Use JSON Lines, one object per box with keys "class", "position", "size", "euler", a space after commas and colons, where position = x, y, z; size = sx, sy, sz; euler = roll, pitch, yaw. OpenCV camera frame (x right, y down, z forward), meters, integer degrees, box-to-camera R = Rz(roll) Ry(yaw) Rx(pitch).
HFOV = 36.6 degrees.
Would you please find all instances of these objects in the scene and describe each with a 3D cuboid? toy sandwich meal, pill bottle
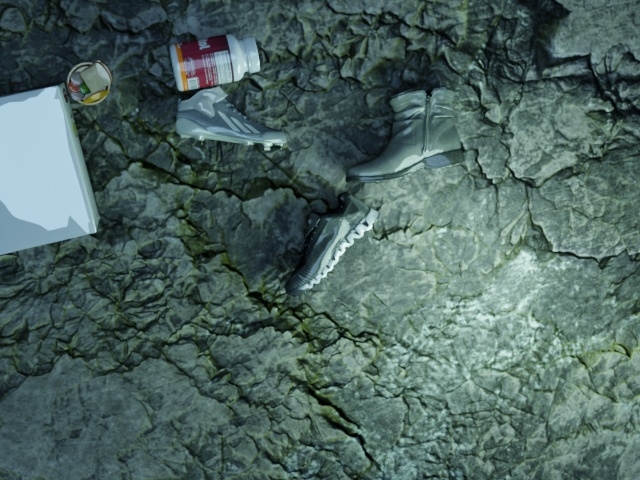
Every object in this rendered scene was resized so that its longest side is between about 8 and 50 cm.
{"class": "toy sandwich meal", "position": [-0.413, -0.282, 1.731], "size": [0.086, 0.029, 0.085], "euler": [-2, 102, -10]}
{"class": "pill bottle", "position": [-0.189, -0.322, 1.734], "size": [0.152, 0.086, 0.086], "euler": [-12, 103, -8]}

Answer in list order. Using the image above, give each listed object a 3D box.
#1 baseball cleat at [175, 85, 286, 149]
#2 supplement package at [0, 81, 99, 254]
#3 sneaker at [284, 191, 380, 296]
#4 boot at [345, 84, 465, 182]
{"class": "baseball cleat", "position": [-0.159, -0.225, 1.767], "size": [0.206, 0.072, 0.109], "euler": [4, 94, -14]}
{"class": "supplement package", "position": [-0.517, -0.126, 1.686], "size": [0.204, 0.145, 0.261], "euler": [-13, 104, -7]}
{"class": "sneaker", "position": [0.000, 0.000, 1.841], "size": [0.106, 0.078, 0.234], "euler": [44, 88, -12]}
{"class": "boot", "position": [0.149, -0.201, 1.831], "size": [0.247, 0.083, 0.161], "euler": [-15, 97, -12]}
